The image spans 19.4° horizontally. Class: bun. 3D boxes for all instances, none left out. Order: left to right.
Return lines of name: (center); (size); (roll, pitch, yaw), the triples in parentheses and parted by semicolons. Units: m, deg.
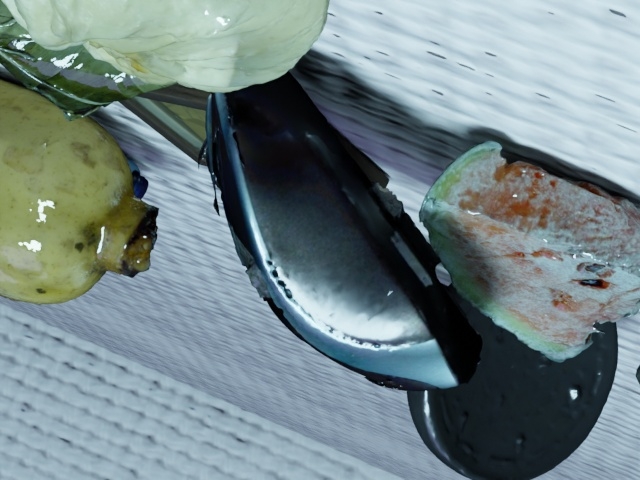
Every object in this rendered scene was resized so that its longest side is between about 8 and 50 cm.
bun: (-0.075, -0.124, 0.832); (0.164, 0.111, 0.188); (23, 165, -8)

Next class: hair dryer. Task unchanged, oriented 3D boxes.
hair dryer: (0.136, 0.063, 1.377); (0.284, 0.156, 0.320); (8, -171, -23)

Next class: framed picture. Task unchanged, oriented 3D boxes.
framed picture: (-0.053, -0.073, 1.235); (0.168, 0.023, 0.128); (15, 165, 40)

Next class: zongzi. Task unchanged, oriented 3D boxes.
zongzi: (-0.149, -0.124, 1.151); (0.119, 0.055, 0.109); (-6, 148, 46)

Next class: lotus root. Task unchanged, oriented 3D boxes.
lotus root: (-0.248, -0.041, 1.440); (0.284, 0.146, 0.160); (21, 127, 18)

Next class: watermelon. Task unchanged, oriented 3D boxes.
watermelon: (0.145, 0.003, 1.081); (0.139, 0.071, 0.187); (7, 152, 37)

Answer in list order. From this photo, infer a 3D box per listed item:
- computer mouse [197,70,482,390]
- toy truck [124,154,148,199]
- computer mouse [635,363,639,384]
computer mouse: (0.000, 0.000, 1.080); (0.233, 0.096, 0.137); (52, 177, -6)
toy truck: (-0.185, -0.043, 1.546); (0.056, 0.073, 0.090); (30, -179, -23)
computer mouse: (0.321, 0.096, 0.994); (0.323, 0.116, 0.183); (25, 172, 33)
